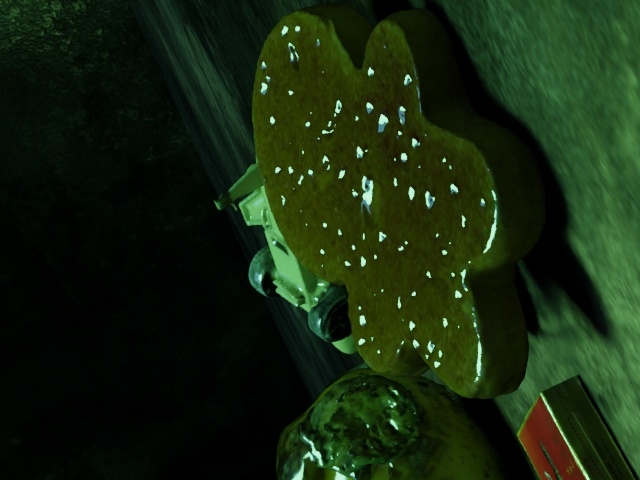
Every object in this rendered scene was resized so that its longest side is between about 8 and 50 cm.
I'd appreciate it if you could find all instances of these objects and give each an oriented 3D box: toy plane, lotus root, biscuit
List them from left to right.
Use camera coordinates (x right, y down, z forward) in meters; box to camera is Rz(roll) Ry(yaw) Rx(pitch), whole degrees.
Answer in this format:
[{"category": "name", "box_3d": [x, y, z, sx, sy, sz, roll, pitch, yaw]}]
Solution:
[{"category": "toy plane", "box_3d": [0.000, 0.000, 1.142, 0.242, 0.104, 0.256, 37, 165, 42]}, {"category": "biscuit", "box_3d": [0.030, -0.027, 0.746, 0.236, 0.039, 0.179, 42, 137, 50]}, {"category": "lotus root", "box_3d": [0.071, 0.255, 1.177, 0.196, 0.179, 0.397, 35, 152, 40]}]

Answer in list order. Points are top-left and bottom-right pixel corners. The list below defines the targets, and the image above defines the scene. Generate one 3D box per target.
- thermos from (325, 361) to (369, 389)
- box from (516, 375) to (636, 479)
[{"category": "thermos", "box_3d": [0.077, 0.203, 1.498, 0.187, 0.073, 0.083, 63, 173, -1]}, {"category": "box", "box_3d": [0.136, 0.123, 0.818, 0.133, 0.023, 0.090, 85, 160, -75]}]
